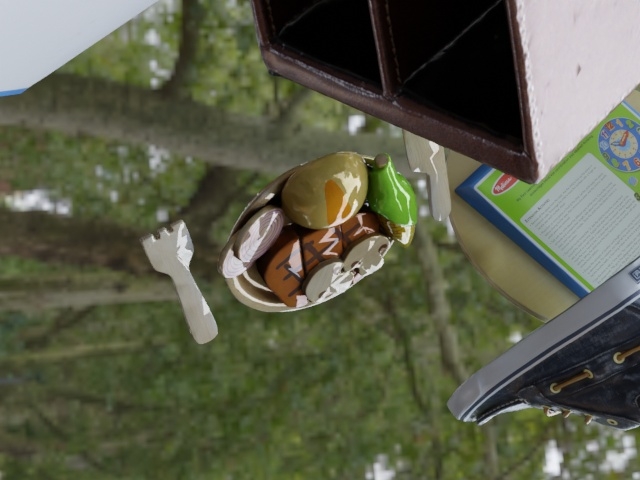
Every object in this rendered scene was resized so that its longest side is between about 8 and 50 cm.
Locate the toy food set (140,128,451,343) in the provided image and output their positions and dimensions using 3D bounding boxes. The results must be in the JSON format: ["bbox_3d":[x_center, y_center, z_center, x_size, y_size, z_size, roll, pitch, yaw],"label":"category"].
[{"bbox_3d":[0.000,0.000,0.862,0.038,0.192,0.132,56,-10,38],"label":"toy food set"}]

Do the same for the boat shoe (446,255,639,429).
[{"bbox_3d":[0.157,0.089,0.896,0.083,0.065,0.183,55,-47,7],"label":"boat shoe"}]

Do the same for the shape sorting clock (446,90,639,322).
[{"bbox_3d":[0.184,-0.026,0.982,0.040,0.206,0.206,116,-33,-60],"label":"shape sorting clock"}]

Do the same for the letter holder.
[{"bbox_3d":[0.110,-0.211,0.594,0.152,0.302,0.214,27,-34,35],"label":"letter holder"}]

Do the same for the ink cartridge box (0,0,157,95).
[{"bbox_3d":[-0.141,-0.148,0.442,0.203,0.086,0.148,58,15,-1],"label":"ink cartridge box"}]
